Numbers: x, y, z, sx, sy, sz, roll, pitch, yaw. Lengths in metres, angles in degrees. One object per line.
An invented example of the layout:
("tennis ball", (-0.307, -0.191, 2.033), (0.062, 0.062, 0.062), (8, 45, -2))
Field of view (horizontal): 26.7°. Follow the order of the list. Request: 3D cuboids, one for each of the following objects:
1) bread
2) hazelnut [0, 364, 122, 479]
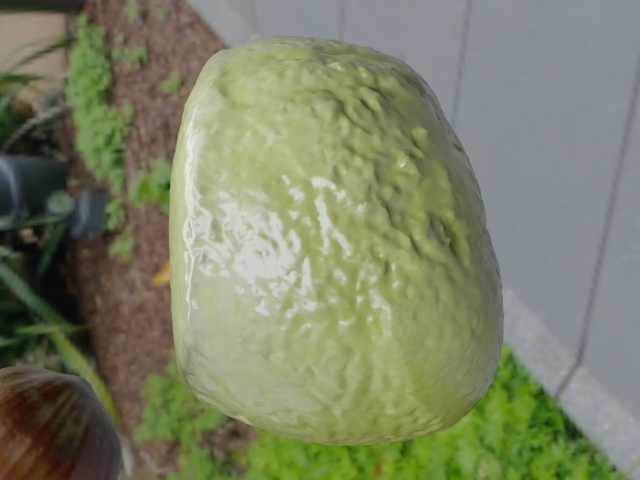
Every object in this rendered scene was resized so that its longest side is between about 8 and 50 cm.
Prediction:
("bread", (0.012, 0.000, 0.987), (0.320, 0.237, 0.320), (179, 90, -87))
("hazelnut", (-0.319, 0.241, 1.445), (0.212, 0.181, 0.181), (30, 127, 20))
